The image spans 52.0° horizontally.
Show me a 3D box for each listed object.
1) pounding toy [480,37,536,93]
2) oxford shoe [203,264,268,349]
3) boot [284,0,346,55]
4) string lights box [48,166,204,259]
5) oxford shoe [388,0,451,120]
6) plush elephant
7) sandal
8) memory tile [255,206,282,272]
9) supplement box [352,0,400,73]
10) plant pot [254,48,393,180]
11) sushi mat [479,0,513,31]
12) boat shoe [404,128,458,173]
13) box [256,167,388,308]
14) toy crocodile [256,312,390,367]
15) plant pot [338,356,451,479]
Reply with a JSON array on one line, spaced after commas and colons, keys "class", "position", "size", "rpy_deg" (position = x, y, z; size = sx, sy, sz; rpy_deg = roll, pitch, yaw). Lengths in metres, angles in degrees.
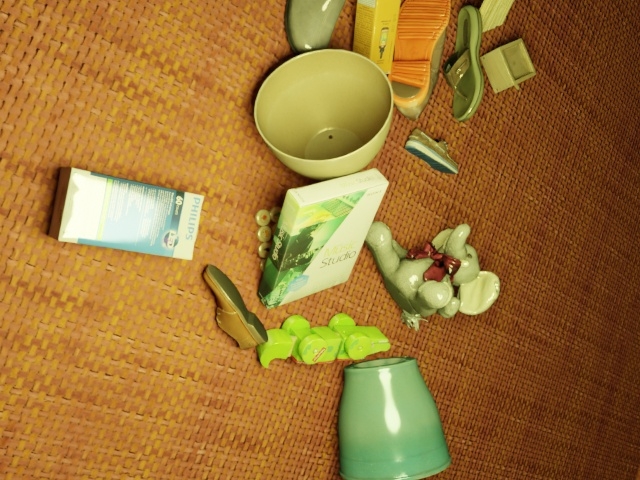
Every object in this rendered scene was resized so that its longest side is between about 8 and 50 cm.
[{"class": "pounding toy", "position": [0.530, -0.481, 1.845], "size": [0.141, 0.100, 0.130], "rpy_deg": [-29, 98, -33]}, {"class": "oxford shoe", "position": [-0.198, 0.149, 1.402], "size": [0.076, 0.076, 0.212], "rpy_deg": [-27, 105, 12]}, {"class": "boot", "position": [0.046, -0.556, 1.388], "size": [0.118, 0.223, 0.338], "rpy_deg": [11, 89, -37]}, {"class": "string lights box", "position": [-0.363, -0.048, 1.246], "size": [0.260, 0.077, 0.133], "rpy_deg": [11, 90, -37]}, {"class": "oxford shoe", "position": [0.246, -0.473, 1.635], "size": [0.132, 0.130, 0.363], "rpy_deg": [50, 55, -65]}, {"class": "plush elephant", "position": [0.299, 0.067, 1.639], "size": [0.255, 0.272, 0.330], "rpy_deg": [-36, 145, -13]}, {"class": "sandal", "position": [0.362, -0.460, 1.715], "size": [0.086, 0.120, 0.302], "rpy_deg": [-1, 90, -19]}, {"class": "memory tile", "position": [-0.094, -0.005, 1.488], "size": [0.113, 0.012, 0.147], "rpy_deg": [-13, 104, -34]}, {"class": "supplement box", "position": [0.127, -0.501, 1.501], "size": [0.078, 0.080, 0.233], "rpy_deg": [-17, 126, -34]}, {"class": "plant pot", "position": [0.019, -0.239, 1.411], "size": [0.284, 0.284, 0.191], "rpy_deg": [-56, 158, -17]}, {"class": "sushi mat", "position": [0.477, -0.649, 1.678], "size": [0.151, 0.316, 0.019], "rpy_deg": [-34, 72, -25]}, {"class": "boat shoe", "position": [0.303, -0.233, 1.716], "size": [0.183, 0.066, 0.066], "rpy_deg": [27, 79, -35]}, {"class": "box", "position": [0.000, 0.000, 1.419], "size": [0.232, 0.058, 0.322], "rpy_deg": [-18, 143, -33]}, {"class": "toy crocodile", "position": [0.013, 0.244, 1.539], "size": [0.341, 0.115, 0.105], "rpy_deg": [3, 113, -34]}, {"class": "plant pot", "position": [0.163, 0.420, 1.590], "size": [0.272, 0.272, 0.255], "rpy_deg": [-5, 85, -36]}]
